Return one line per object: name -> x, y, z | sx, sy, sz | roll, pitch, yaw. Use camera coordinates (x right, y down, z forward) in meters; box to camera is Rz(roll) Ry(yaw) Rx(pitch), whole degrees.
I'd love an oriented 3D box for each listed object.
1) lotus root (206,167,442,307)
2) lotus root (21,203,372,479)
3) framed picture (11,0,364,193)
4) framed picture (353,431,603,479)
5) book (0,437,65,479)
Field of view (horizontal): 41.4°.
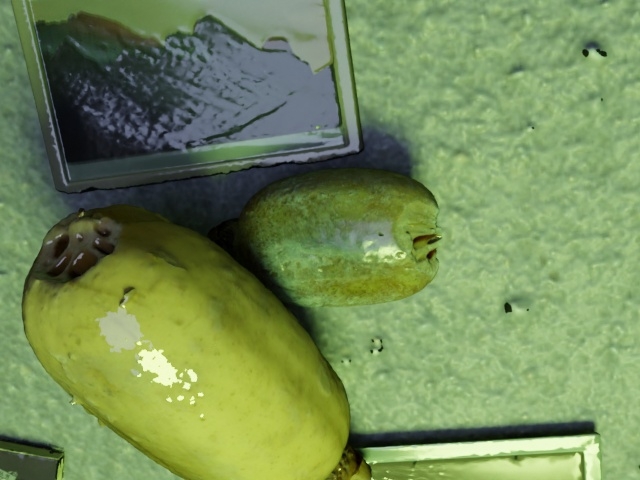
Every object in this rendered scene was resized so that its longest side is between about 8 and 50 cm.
lotus root -> 0.000, 0.000, 0.668 | 0.192, 0.088, 0.113 | -3, 111, 14
lotus root -> -0.078, 0.110, 0.641 | 0.151, 0.169, 0.342 | -48, 122, -14
framed picture -> -0.106, -0.144, 0.677 | 0.266, 0.018, 0.192 | -8, 105, 8
framed picture -> 0.106, 0.283, 0.765 | 0.296, 0.019, 0.232 | -5, 105, 7
book -> -0.332, 0.293, 0.814 | 0.158, 0.026, 0.231 | 10, 106, 4
